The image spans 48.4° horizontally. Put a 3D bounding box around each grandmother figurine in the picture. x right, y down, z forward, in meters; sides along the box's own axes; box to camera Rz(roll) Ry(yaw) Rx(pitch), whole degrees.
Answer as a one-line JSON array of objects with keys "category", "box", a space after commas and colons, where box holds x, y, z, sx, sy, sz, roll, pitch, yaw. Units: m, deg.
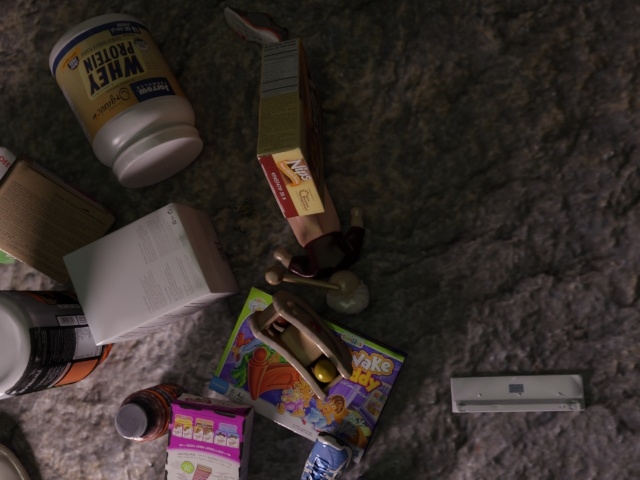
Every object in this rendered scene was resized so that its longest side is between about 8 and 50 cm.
[{"category": "grandmother figurine", "box": [0.000, 0.000, 1.482, 0.208, 0.104, 0.342, -29, 78, 17]}]

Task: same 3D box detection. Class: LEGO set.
[{"category": "LEGO set", "box": [-0.165, -0.057, 1.561, 0.054, 0.023, 0.083, 39, 107, 14]}]

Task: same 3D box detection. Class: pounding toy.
[{"category": "pounding toy", "box": [-0.026, 0.152, 1.358, 0.155, 0.154, 0.269, -43, 79, 12]}]

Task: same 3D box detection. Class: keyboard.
[{"category": "keyboard", "box": [0.392, 0.305, 1.422, 0.256, 0.014, 0.072, -4, 80, 11]}]

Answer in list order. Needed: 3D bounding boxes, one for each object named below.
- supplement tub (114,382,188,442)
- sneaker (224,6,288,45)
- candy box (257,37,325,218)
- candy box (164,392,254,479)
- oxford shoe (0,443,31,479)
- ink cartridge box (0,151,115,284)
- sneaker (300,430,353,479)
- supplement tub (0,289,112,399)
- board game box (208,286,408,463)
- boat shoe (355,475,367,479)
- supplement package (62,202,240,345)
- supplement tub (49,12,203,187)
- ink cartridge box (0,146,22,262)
[{"category": "supplement tub", "box": [-0.347, 0.357, 1.472, 0.106, 0.198, 0.105, -1, 86, 11]}, {"category": "sneaker", "box": [-0.140, -0.478, 1.577, 0.158, 0.061, 0.065, 33, 66, 11]}, {"category": "candy box", "box": [-0.054, -0.223, 1.396, 0.088, 0.182, 0.316, -10, 51, 10]}, {"category": "candy box", "box": [-0.228, 0.442, 1.447, 0.159, 0.071, 0.233, 9, 98, 11]}, {"category": "oxford shoe", "box": [-0.709, 0.669, 1.560, 0.169, 0.130, 0.448, -13, 82, 12]}, {"category": "ink cartridge box", "box": [-0.602, -0.045, 1.550, 0.235, 0.088, 0.193, 37, 93, -29]}, {"category": "sneaker", "box": [0.008, 0.450, 1.392, 0.080, 0.211, 0.081, 23, 46, 16]}, {"category": "supplement tub", "box": [-0.580, 0.205, 1.460, 0.207, 0.338, 0.207, -1, 85, 12]}, {"category": "board game box", "box": [-0.026, 0.270, 1.475, 0.347, 0.078, 0.233, 23, 91, 12]}, {"category": "boat shoe", "box": [0.039, 0.602, 1.428, 0.084, 0.095, 0.258, 33, 94, 16]}, {"category": "supplement package", "box": [-0.347, 0.073, 1.494, 0.263, 0.198, 0.199, -25, 82, 8]}, {"category": "supplement tub", "box": [-0.408, -0.294, 1.520, 0.228, 0.228, 0.316, -32, 80, 8]}, {"category": "ink cartridge box", "box": [-0.718, -0.080, 1.635, 0.160, 0.092, 0.219, 40, 94, 11]}]
